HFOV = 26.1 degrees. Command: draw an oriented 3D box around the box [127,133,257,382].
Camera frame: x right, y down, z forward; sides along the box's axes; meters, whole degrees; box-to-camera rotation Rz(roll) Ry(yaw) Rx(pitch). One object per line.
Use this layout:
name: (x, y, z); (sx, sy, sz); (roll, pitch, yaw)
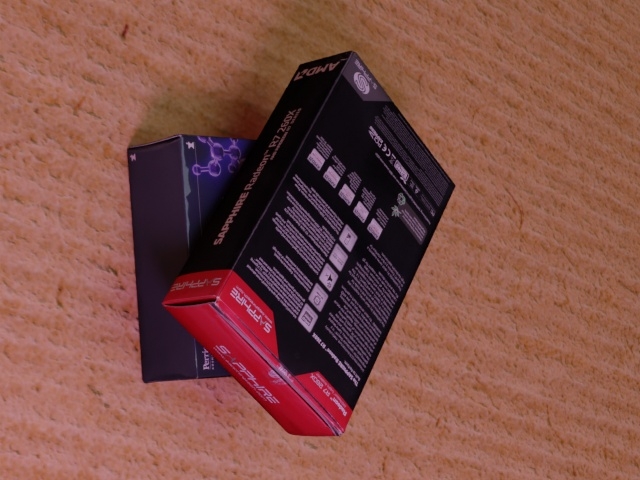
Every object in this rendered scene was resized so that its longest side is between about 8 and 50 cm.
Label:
box: (-0.108, 0.022, 1.539); (0.184, 0.103, 0.261); (0, 84, -43)

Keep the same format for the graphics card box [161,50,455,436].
graphics card box: (0.000, 0.000, 1.514); (0.233, 0.094, 0.371); (48, 52, -30)
